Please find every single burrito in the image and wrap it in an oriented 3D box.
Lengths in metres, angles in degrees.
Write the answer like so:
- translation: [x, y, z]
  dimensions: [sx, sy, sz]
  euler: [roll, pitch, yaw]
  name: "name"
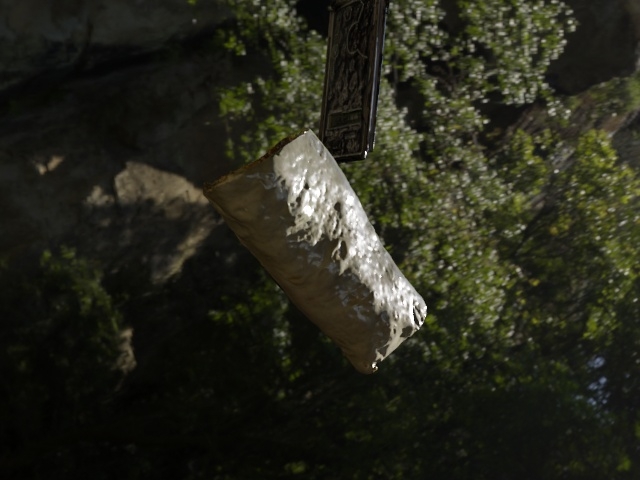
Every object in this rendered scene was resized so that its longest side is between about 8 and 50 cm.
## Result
- translation: [-0.001, 0.003, 0.888]
  dimensions: [0.105, 0.143, 0.299]
  euler: [-19, -54, 26]
  name: "burrito"

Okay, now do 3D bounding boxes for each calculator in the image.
- translation: [0.046, -0.255, 1.364]
  dimensions: [0.165, 0.028, 0.274]
  euler: [1, -95, 60]
  name: "calculator"
